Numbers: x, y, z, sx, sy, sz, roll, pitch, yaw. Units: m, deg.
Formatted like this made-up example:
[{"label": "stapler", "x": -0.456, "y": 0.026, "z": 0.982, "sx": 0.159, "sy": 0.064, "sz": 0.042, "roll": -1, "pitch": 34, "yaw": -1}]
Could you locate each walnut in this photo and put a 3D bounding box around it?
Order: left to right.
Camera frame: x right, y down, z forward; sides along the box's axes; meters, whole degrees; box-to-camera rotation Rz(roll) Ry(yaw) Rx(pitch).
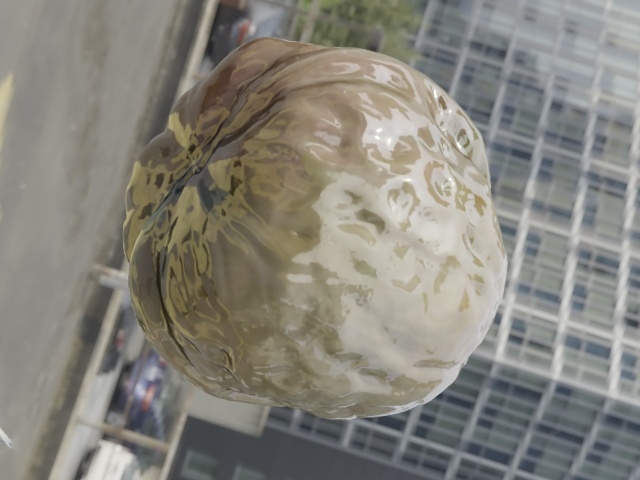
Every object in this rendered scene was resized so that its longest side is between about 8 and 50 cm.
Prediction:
[{"label": "walnut", "x": 0.001, "y": -0.002, "z": 0.876, "sx": 0.248, "sy": 0.248, "sz": 0.248, "roll": 18, "pitch": 90, "yaw": -88}]

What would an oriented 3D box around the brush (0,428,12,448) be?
[{"label": "brush", "x": -0.360, "y": 0.090, "z": 1.264, "sx": 0.013, "sy": 0.103, "sz": 0.272, "roll": -38, "pitch": 140, "yaw": -18}]
